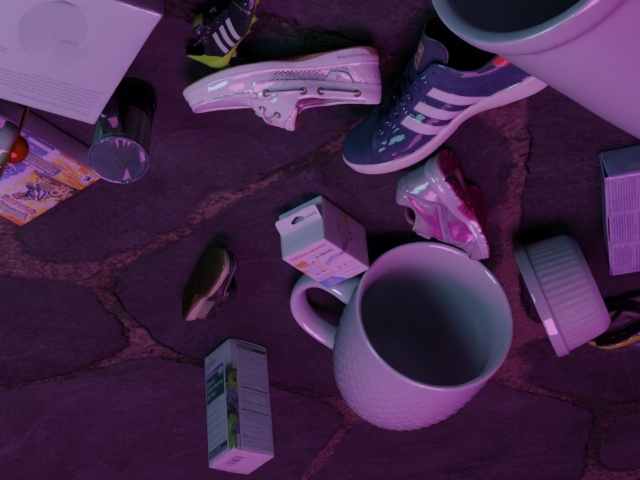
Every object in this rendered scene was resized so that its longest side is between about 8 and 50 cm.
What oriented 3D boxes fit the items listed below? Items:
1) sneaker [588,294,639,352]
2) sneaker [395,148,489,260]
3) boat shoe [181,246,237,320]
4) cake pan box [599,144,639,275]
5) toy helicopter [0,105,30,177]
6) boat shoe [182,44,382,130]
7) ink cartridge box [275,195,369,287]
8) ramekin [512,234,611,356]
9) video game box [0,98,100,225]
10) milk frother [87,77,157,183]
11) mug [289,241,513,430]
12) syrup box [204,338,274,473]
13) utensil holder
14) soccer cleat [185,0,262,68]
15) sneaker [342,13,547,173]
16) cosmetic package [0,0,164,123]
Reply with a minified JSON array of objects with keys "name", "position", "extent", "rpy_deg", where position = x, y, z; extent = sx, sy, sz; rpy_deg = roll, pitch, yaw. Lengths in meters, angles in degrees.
[{"name":"sneaker","position":[0.657,0.149,2.291],"extent":[0.300,0.111,0.121],"rpy_deg":[-13,156,21]},{"name":"sneaker","position":[0.200,-0.048,1.935],"extent":[0.111,0.103,0.252],"rpy_deg":[-16,138,22]},{"name":"boat shoe","position":[-0.181,0.077,2.079],"extent":[0.073,0.080,0.223],"rpy_deg":[4,150,-24]},{"name":"cake pan box","position":[0.587,-0.063,1.959],"extent":[0.246,0.070,0.267],"rpy_deg":[-12,138,7]},{"name":"toy helicopter","position":[-0.492,-0.087,1.580],"extent":[0.235,0.355,0.140],"rpy_deg":[-2,177,-23]},{"name":"boat shoe","position":[-0.051,-0.199,1.645],"extent":[0.277,0.096,0.098],"rpy_deg":[-10,179,7]},{"name":"ink cartridge box","position":[0.000,0.000,1.974],"extent":[0.092,0.090,0.143],"rpy_deg":[-27,141,29]},{"name":"ramekin","position":[0.422,0.089,2.071],"extent":[0.109,0.207,0.207],"rpy_deg":[-23,143,9]},{"name":"video game box","position":[-0.463,-0.115,1.780],"extent":[0.187,0.048,0.205],"rpy_deg":[-25,141,30]},{"name":"milk frother","position":[-0.310,-0.159,1.653],"extent":[0.143,0.134,0.129],"rpy_deg":[-18,131,15]},{"name":"mug","position":[0.116,0.172,2.126],"extent":[0.374,0.276,0.328],"rpy_deg":[29,150,3]},{"name":"syrup box","position":[-0.158,0.316,2.285],"extent":[0.096,0.237,0.093],"rpy_deg":[18,139,-32]},{"name":"utensil holder","position":[0.372,-0.301,1.383],"extent":[0.385,0.327,0.327],"rpy_deg":[22,137,-37]},{"name":"soccer cleat","position":[-0.127,-0.288,1.562],"extent":[0.072,0.060,0.179],"rpy_deg":[10,146,-20]},{"name":"sneaker","position":[0.150,-0.223,1.652],"extent":[0.350,0.131,0.148],"rpy_deg":[-31,132,24]},{"name":"cosmetic package","position":[-0.340,-0.284,1.467],"extent":[0.224,0.138,0.224],"rpy_deg":[15,140,-27]}]
